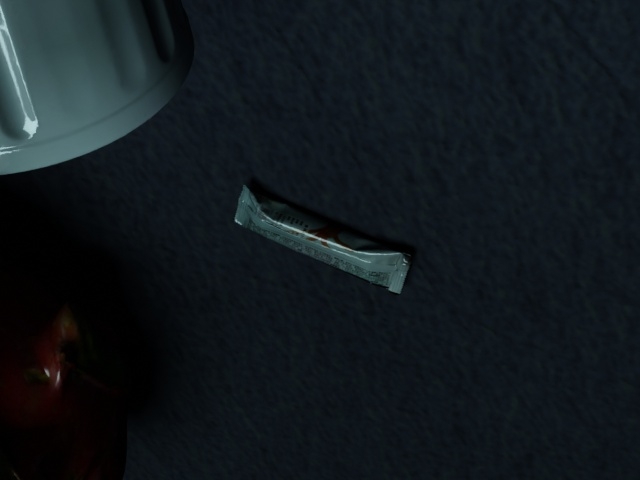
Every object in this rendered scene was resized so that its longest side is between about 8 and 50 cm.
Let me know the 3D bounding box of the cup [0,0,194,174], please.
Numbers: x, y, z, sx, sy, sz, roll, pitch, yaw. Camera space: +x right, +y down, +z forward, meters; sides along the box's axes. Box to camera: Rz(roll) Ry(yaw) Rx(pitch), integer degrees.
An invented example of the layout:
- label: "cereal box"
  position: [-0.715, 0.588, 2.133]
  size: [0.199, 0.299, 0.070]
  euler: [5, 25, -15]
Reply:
- label: "cup"
  position: [-0.182, -0.159, 0.648]
  size: [0.221, 0.167, 0.202]
  euler: [8, 133, 21]

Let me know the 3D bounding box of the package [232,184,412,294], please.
- label: "package"
  position: [0.000, 0.000, 0.819]
  size: [0.110, 0.015, 0.037]
  euler: [23, 139, 6]

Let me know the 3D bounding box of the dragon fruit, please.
- label: "dragon fruit"
  position: [-0.248, 0.119, 0.921]
  size: [0.231, 0.237, 0.302]
  euler: [13, 146, 12]
